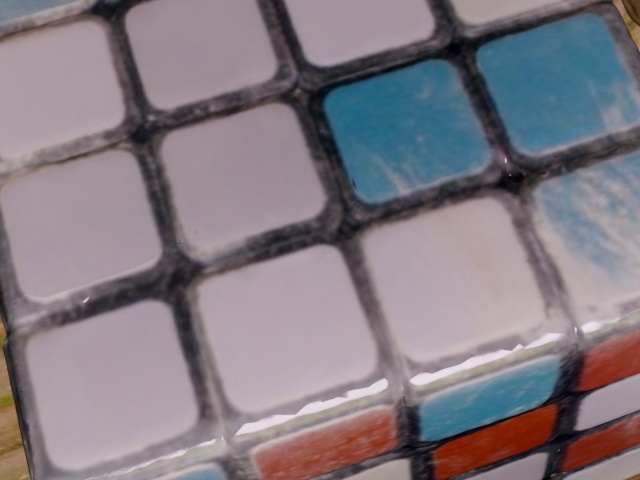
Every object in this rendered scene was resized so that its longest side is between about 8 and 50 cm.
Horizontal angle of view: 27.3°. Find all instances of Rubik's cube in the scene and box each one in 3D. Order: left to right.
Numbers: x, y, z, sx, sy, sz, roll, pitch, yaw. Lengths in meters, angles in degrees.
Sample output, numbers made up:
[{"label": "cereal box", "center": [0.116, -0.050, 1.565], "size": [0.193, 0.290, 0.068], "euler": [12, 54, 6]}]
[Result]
[{"label": "Rubik's cube", "center": [0.001, 0.000, 0.586], "size": [0.256, 0.259, 0.253], "euler": [-19, 152, -5]}]

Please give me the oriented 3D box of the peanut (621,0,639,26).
[{"label": "peanut", "center": [0.243, -0.132, 0.681], "size": [0.226, 0.108, 0.095], "euler": [-1, 142, -37]}]
